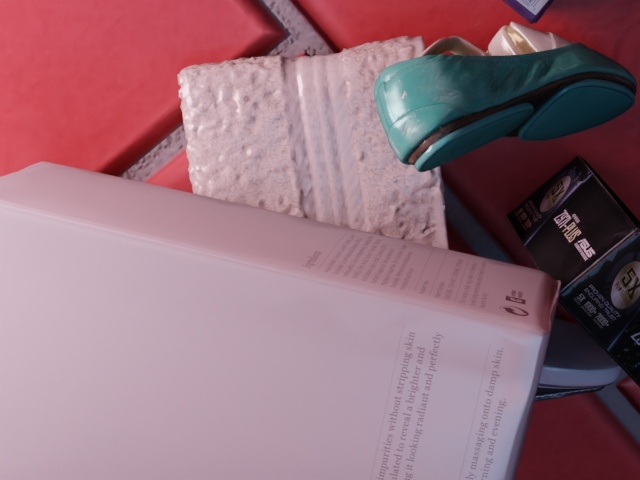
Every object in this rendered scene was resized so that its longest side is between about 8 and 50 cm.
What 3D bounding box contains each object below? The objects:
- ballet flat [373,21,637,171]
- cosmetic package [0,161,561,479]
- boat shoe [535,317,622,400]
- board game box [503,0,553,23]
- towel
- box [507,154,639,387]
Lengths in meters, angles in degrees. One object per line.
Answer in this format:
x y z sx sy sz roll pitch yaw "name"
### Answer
0.131 -0.112 0.914 0.247 0.087 0.083 -16 161 -42 "ballet flat"
-0.053 0.093 0.880 0.385 0.156 0.217 15 105 9 "cosmetic package"
0.125 0.109 1.047 0.229 0.080 0.076 1 120 -6 "boat shoe"
0.079 -0.328 0.863 0.347 0.056 0.208 35 110 -19 "board game box"
0.000 0.000 0.961 0.187 0.049 0.282 -7 101 2 "towel"
0.241 0.043 0.991 0.077 0.147 0.180 -41 111 12 "box"
